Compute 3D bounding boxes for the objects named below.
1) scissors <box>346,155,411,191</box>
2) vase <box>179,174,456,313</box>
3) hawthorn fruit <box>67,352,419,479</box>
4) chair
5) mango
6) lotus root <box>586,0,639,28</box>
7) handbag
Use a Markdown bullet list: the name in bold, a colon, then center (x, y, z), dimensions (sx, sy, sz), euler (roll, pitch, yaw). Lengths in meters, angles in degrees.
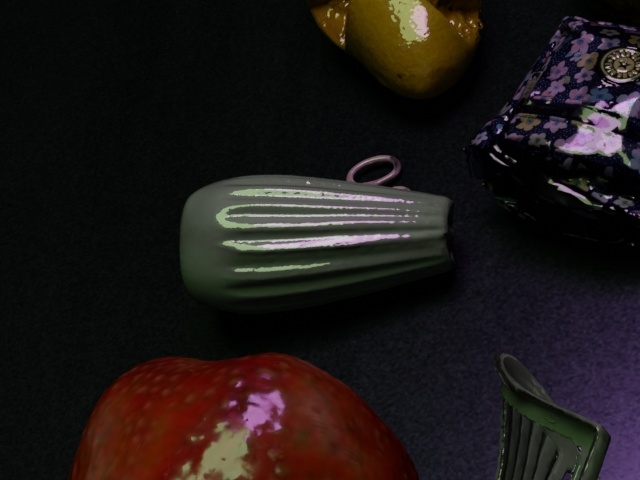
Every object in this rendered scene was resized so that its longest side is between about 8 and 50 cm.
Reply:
- **scissors**: center (0.001, -0.030, 1.611), dimensions (0.176, 0.022, 0.085), euler (-20, 48, 2)
- **vase**: center (0.000, 0.000, 1.520), dimensions (0.248, 0.128, 0.128), euler (-3, 49, 9)
- **hawthorn fruit**: center (-0.070, 0.249, 1.218), dimensions (0.287, 0.287, 0.330), euler (2, 63, 26)
- **chair**: center (0.162, 0.230, 1.184), dimensions (0.191, 0.203, 0.274), euler (11, 60, 45)
- **mango**: center (0.079, -0.248, 1.703), dimensions (0.167, 0.130, 0.262), euler (-30, 49, 0)
- **lotus root**: center (0.384, -0.260, 1.529), dimensions (0.196, 0.179, 0.397), euler (-38, 36, -30)
- **handbag**: center (0.258, -0.098, 1.486), dimensions (0.229, 0.126, 0.207), euler (22, 59, 26)
